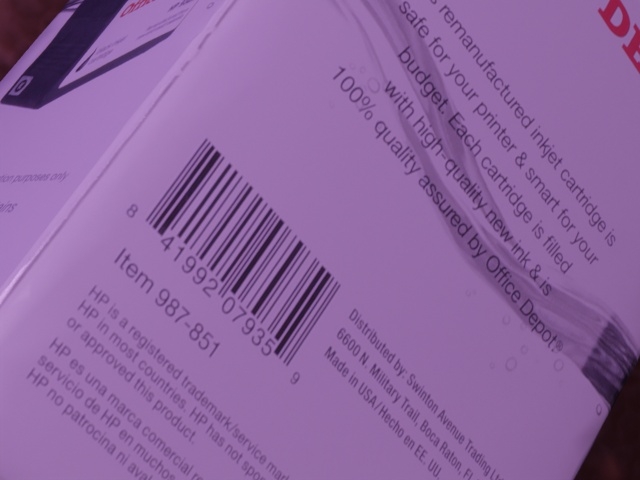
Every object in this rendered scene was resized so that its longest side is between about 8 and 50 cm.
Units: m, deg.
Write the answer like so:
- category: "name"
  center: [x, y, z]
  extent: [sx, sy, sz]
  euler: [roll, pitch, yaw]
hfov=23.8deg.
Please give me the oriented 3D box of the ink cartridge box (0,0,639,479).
- category: "ink cartridge box"
  center: [0.000, 0.000, 0.539]
  extent: [0.223, 0.129, 0.307]
  euler: [49, 61, -29]
